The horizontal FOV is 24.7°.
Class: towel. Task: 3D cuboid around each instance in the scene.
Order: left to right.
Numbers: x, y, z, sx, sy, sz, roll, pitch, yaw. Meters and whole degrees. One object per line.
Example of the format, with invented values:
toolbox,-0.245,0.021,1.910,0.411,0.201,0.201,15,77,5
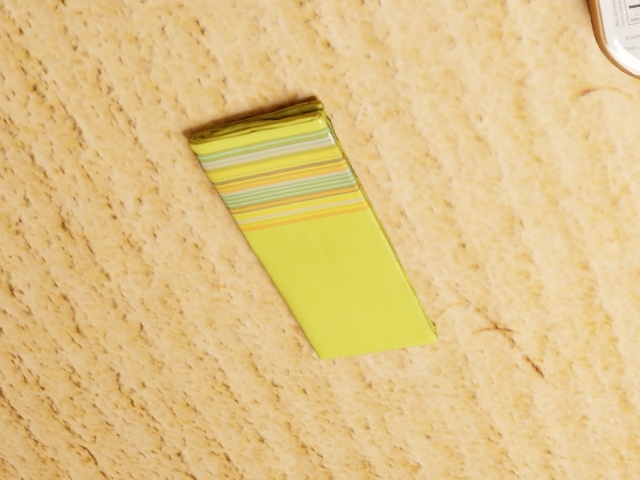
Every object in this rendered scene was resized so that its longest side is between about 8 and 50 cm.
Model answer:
towel,0.000,0.000,1.042,0.102,0.021,0.237,-9,134,23

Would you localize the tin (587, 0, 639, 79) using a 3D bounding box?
tin,0.200,-0.170,0.840,0.106,0.040,0.190,-5,134,17
